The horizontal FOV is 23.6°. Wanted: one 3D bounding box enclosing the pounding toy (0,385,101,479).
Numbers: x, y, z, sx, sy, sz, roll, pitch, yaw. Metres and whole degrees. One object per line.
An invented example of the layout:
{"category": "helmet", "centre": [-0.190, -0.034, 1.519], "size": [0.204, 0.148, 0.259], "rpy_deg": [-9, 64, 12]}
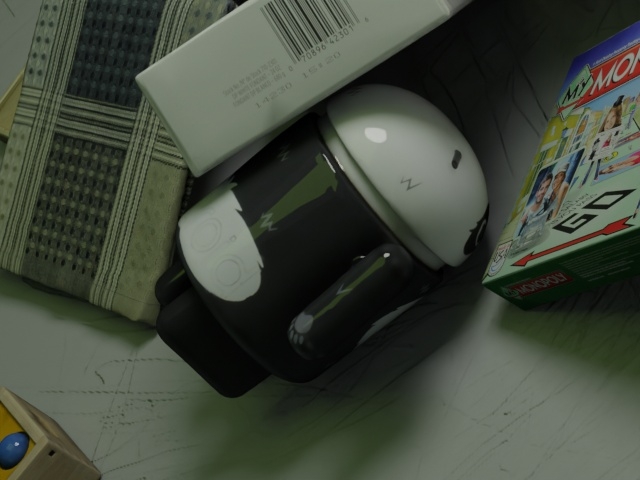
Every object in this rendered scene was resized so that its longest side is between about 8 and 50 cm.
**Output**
{"category": "pounding toy", "centre": [-0.296, 0.205, 1.363], "size": [0.130, 0.100, 0.141], "rpy_deg": [-51, 39, -4]}

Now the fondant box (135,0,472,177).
{"category": "fondant box", "centre": [0.016, -0.182, 1.266], "size": [0.238, 0.096, 0.330], "rpy_deg": [-31, 5, 20]}

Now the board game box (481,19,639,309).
{"category": "board game box", "centre": [0.237, -0.076, 1.044], "size": [0.213, 0.046, 0.317], "rpy_deg": [-66, 15, -20]}

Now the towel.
{"category": "towel", "centre": [-0.210, -0.095, 1.509], "size": [0.312, 0.056, 0.324], "rpy_deg": [17, 92, 46]}

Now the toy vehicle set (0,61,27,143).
{"category": "toy vehicle set", "centre": [-0.255, -0.210, 1.717], "size": [0.166, 0.035, 0.267], "rpy_deg": [24, 76, 49]}

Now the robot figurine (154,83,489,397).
{"category": "robot figurine", "centre": [0.002, 0.002, 1.207], "size": [0.278, 0.173, 0.209], "rpy_deg": [-39, 64, 11]}
